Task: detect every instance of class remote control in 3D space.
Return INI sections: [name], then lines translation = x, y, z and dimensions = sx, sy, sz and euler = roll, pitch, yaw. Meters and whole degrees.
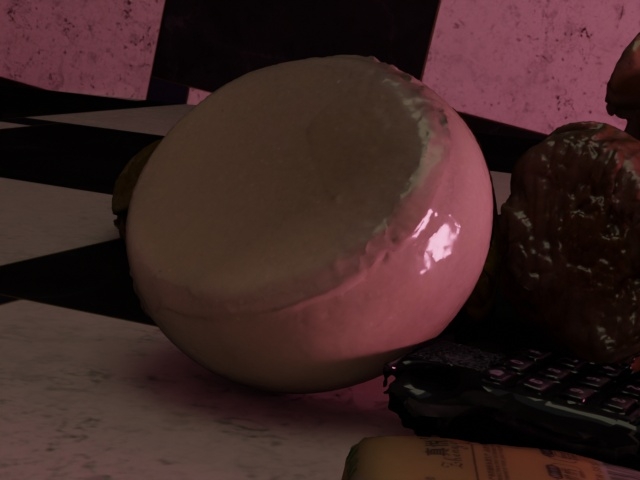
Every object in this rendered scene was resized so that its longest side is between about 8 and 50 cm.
[remote control]
translation = 0.234, 0.131, 0.845
dimensions = 0.398, 0.062, 0.144
euler = 12, 14, 28

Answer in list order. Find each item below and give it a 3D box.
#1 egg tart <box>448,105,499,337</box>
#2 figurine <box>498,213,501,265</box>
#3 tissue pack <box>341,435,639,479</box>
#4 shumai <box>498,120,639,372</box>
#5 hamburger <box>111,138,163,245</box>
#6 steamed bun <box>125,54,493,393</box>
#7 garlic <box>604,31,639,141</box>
[egg tart]
translation = 0.078, -0.014, 1.230
dimensions = 0.170, 0.215, 0.215
euler = -8, 5, 25
[figurine]
translation = 0.263, -0.011, 1.467
dimensions = 0.274, 0.133, 0.194
euler = -1, -13, 2
[tissue pack]
translation = 0.094, 0.160, 0.564
dimensions = 0.186, 0.090, 0.222
euler = 6, 12, 0
[shumai]
translation = 0.258, 0.024, 1.175
dimensions = 0.218, 0.184, 0.185
euler = 51, 7, 31
[hamburger]
translation = -0.101, -0.055, 1.520
dimensions = 0.265, 0.134, 0.285
euler = 3, 8, -14
[steamed bun]
translation = 0.000, 0.000, 1.035
dimensions = 0.283, 0.177, 0.283
euler = -15, 46, 16
[garlic]
translation = 0.362, -0.027, 1.238
dimensions = 0.132, 0.325, 0.279
euler = -20, -15, -14
